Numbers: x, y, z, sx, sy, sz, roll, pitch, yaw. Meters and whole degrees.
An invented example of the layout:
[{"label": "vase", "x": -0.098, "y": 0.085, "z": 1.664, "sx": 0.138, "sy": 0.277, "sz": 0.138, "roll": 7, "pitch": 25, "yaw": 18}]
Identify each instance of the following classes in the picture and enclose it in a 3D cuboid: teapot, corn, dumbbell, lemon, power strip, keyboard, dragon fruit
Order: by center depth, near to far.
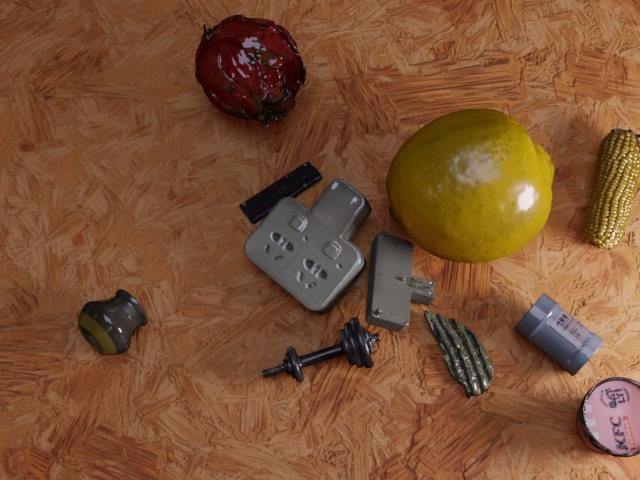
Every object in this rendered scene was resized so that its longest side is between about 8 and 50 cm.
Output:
[{"label": "dumbbell", "x": 0.002, "y": 0.237, "z": 1.806, "sx": 0.255, "sy": 0.110, "sz": 0.110, "roll": -18, "pitch": 69, "yaw": 0}, {"label": "lemon", "x": 0.308, "y": -0.111, "z": 1.816, "sx": 0.348, "sy": 0.348, "sz": 0.347, "roll": 0, "pitch": 69, "yaw": 1}, {"label": "teapot", "x": -0.445, "y": 0.166, "z": 1.839, "sx": 0.166, "sy": 0.130, "sz": 0.119, "roll": 20, "pitch": 50, "yaw": 42}, {"label": "power strip", "x": 0.175, "y": 0.091, "z": 1.857, "sx": 0.145, "sy": 0.061, "sz": 0.215, "roll": 17, "pitch": 55, "yaw": -14}, {"label": "power strip", "x": 0.000, "y": 0.000, "z": 1.899, "sx": 0.229, "sy": 0.141, "sz": 0.261, "roll": 39, "pitch": 88, "yaw": 15}, {"label": "corn", "x": 0.647, "y": -0.109, "z": 1.930, "sx": 0.106, "sy": 0.106, "sz": 0.293, "roll": 15, "pitch": 74, "yaw": 7}, {"label": "dragon fruit", "x": -0.154, "y": -0.387, "z": 1.974, "sx": 0.244, "sy": 0.244, "sz": 0.299, "roll": -33, "pitch": 54, "yaw": -11}, {"label": "keyboard", "x": -0.089, "y": -0.109, "z": 1.986, "sx": 0.196, "sy": 0.018, "sz": 0.060, "roll": -33, "pitch": 64, "yaw": -11}]

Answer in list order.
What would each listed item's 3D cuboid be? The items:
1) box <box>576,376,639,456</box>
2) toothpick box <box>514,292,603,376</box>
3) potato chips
[{"label": "box", "x": 0.580, "y": 0.355, "z": 1.730, "sx": 0.151, "sy": 0.135, "sz": 0.151, "roll": -1, "pitch": 71, "yaw": 3}, {"label": "toothpick box", "x": 0.491, "y": 0.194, "z": 1.811, "sx": 0.153, "sy": 0.101, "sz": 0.101, "roll": 40, "pitch": 75, "yaw": 13}, {"label": "potato chips", "x": 0.296, "y": 0.227, "z": 1.842, "sx": 0.092, "sy": 0.028, "sz": 0.207, "roll": -24, "pitch": 72, "yaw": -9}]
